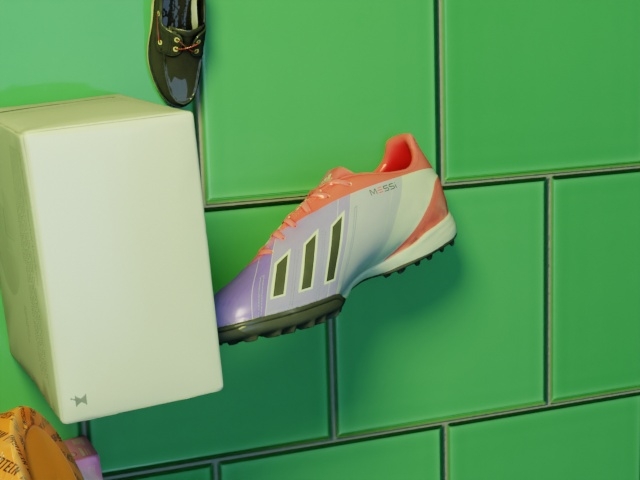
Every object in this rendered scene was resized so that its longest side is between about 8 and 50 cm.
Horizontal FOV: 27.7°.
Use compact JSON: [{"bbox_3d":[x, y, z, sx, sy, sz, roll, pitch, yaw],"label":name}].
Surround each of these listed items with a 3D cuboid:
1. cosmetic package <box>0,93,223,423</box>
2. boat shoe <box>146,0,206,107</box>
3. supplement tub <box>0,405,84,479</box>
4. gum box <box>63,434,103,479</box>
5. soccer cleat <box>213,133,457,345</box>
[{"bbox_3d":[-0.185,0.003,1.067,0.138,0.224,0.224,-10,103,-20],"label":"cosmetic package"},{"bbox_3d":[-0.127,-0.184,1.158,0.049,0.042,0.133,-4,102,-24],"label":"boat shoe"},{"bbox_3d":[-0.345,0.264,1.024,0.316,0.193,0.194,-25,109,3],"label":"supplement tub"},{"bbox_3d":[-0.245,0.285,1.180,0.107,0.062,0.188,-11,103,-20],"label":"gum box"},{"bbox_3d":[0.000,0.000,1.172,0.318,0.108,0.116,-27,103,-41],"label":"soccer cleat"}]
